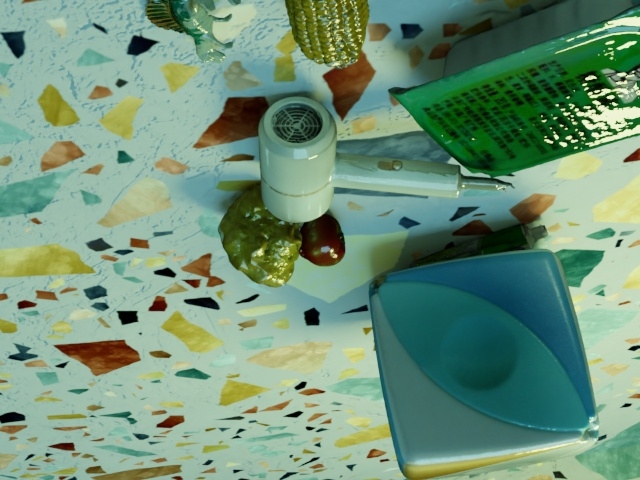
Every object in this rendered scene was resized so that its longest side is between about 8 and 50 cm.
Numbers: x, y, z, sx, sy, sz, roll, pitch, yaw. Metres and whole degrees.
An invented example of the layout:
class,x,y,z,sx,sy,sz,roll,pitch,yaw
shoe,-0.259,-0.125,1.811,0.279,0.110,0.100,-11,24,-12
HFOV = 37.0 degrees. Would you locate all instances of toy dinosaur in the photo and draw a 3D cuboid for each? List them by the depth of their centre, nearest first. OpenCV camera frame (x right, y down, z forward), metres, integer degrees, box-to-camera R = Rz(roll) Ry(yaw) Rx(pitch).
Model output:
class,x,y,z,sx,sy,sz,roll,pitch,yaw
toy dinosaur,-0.161,-0.267,1.106,0.106,0.044,0.187,-16,154,42

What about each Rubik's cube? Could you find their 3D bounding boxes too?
class,x,y,z,sx,sy,sz,roll,pitch,yaw
Rubik's cube,0.282,0.232,1.709,0.347,0.352,0.352,-10,159,5

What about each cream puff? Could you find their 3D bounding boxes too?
class,x,y,z,sx,sy,sz,roll,pitch,yaw
cream puff,-0.081,-0.010,1.475,0.146,0.146,0.116,20,122,-40

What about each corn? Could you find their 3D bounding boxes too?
class,x,y,z,sx,sy,sz,roll,pitch,yaw
corn,0.001,-0.289,1.057,0.097,0.097,0.262,-11,147,3

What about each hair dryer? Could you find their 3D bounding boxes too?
class,x,y,z,sx,sy,sz,roll,pitch,yaw
hair dryer,0.093,-0.101,1.328,0.357,0.108,0.173,5,150,1

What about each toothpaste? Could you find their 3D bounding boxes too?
class,x,y,z,sx,sy,sz,roll,pitch,yaw
toothpaste,0.283,0.021,1.701,0.247,0.047,0.078,-19,149,20

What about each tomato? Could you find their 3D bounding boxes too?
class,x,y,z,sx,sy,sz,roll,pitch,yaw
tomato,0.000,0.000,1.551,0.075,0.087,0.087,-15,149,17

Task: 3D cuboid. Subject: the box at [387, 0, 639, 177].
class,x,y,z,sx,sy,sz,roll,pitch,yaw
box,0.293,-0.210,1.224,0.336,0.106,0.264,-17,151,30
